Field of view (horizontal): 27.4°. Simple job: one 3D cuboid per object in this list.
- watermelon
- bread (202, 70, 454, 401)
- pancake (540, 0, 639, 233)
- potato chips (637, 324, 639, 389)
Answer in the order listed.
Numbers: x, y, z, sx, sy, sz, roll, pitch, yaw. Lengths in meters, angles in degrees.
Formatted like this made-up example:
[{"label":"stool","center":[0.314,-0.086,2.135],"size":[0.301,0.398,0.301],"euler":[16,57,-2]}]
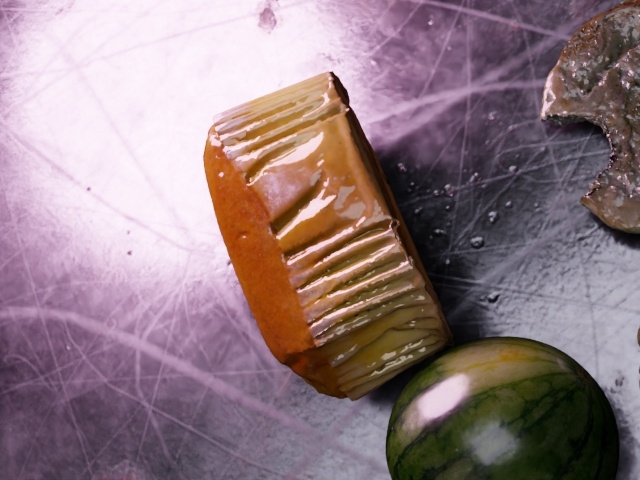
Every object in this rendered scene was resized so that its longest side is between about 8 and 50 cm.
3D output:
[{"label":"watermelon","center":[0.144,0.180,1.108],"size":[0.215,0.188,0.188],"euler":[-43,67,22]},{"label":"bread","center":[0.000,0.000,1.187],"size":[0.156,0.204,0.288],"euler":[-26,75,7]},{"label":"pancake","center":[0.330,-0.115,1.185],"size":[0.254,0.037,0.253],"euler":[-5,71,16]},{"label":"potato chips","center":[0.469,0.128,1.058],"size":[0.373,0.097,0.389],"euler":[-29,68,2]}]
